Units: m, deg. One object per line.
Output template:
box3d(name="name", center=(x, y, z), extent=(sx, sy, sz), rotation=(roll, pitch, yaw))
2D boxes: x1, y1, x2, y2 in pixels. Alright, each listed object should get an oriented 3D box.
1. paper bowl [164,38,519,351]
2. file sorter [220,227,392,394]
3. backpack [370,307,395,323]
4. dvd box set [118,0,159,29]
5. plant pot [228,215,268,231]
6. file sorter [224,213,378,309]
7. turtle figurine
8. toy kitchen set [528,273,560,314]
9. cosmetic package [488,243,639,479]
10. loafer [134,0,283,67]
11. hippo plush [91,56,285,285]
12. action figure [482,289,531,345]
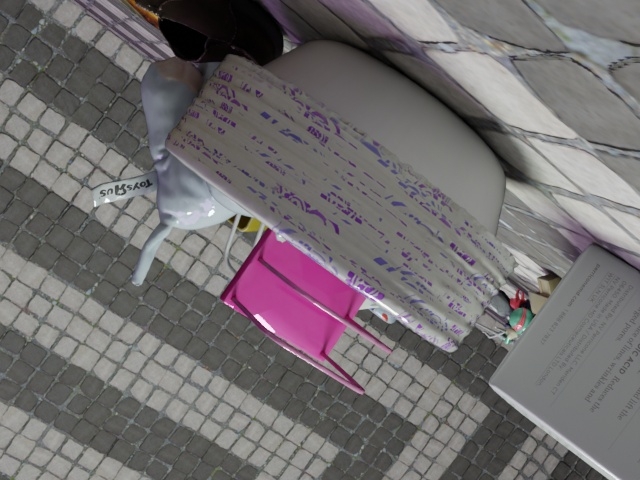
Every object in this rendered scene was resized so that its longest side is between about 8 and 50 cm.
box3d(name="paper bowl", center=(0.031, -0.049, 0.664), extent=(0.284, 0.148, 0.284), rotation=(37, -179, -1))
box3d(name="file sorter", center=(0.045, 0.036, 1.166), extent=(0.202, 0.291, 0.182), rotation=(35, 178, -30))
box3d(name="backpack", center=(0.131, 0.030, 1.727), extent=(0.263, 0.213, 0.276), rotation=(47, -176, 3))
box3d(name="dvd box set", center=(-0.259, -0.311, 0.643), extent=(0.307, 0.062, 0.420), rotation=(36, -179, 3))
box3d(name="plant pot", center=(-0.108, -0.143, 1.621), extent=(0.212, 0.212, 0.187), rotation=(37, -166, 33))
box3d(name="file sorter", center=(0.000, 0.000, 1.426), extent=(0.277, 0.193, 0.173), rotation=(-2, -147, -43))
box3d(name="turtle figurine", center=(0.369, 0.164, 1.321), extent=(0.234, 0.118, 0.175), rotation=(20, -161, -13))
box3d(name="toy kitchen set", center=(0.315, 0.078, 1.058), extent=(0.068, 0.075, 0.083), rotation=(-156, 52, -79))
box3d(name="cosmetic package", center=(0.351, 0.184, 0.704), extent=(0.385, 0.156, 0.217), rotation=(35, -179, 22))
box3d(name="loafer", center=(-0.101, -0.187, 0.702), extent=(0.080, 0.078, 0.220), rotation=(36, -179, 20))
box3d(name="hippo plush", center=(-0.100, -0.115, 0.940), extent=(0.236, 0.294, 0.234), rotation=(-4, 113, 61))
box3d(name="action figure", center=(0.298, 0.097, 1.472), extent=(0.285, 0.099, 0.185), rotation=(40, -171, -8))
